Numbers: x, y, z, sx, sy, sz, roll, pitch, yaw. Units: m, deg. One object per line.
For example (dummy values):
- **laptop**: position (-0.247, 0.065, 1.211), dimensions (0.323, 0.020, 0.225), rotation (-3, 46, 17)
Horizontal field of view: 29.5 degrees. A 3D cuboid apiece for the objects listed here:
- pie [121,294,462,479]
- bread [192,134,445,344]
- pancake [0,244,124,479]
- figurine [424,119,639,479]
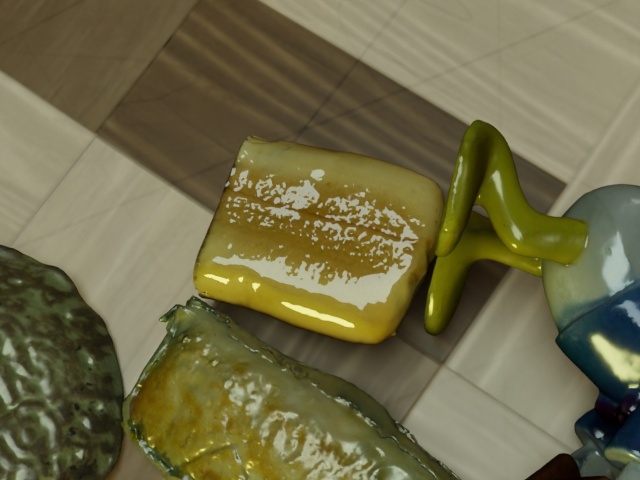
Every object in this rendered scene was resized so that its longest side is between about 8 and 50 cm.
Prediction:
- **pie**: position (-0.018, 0.150, 0.836), dimensions (0.282, 0.068, 0.129), rotation (32, 94, 19)
- **bread**: position (0.000, 0.001, 0.875), dimensions (0.173, 0.085, 0.134), rotation (18, 76, 14)
- **pancake**: position (-0.246, 0.110, 0.867), dimensions (0.212, 0.029, 0.235), rotation (7, 69, -16)
- **figurine**: position (0.226, 0.097, 0.761), dimensions (0.338, 0.204, 0.284), rotation (11, 75, 7)
